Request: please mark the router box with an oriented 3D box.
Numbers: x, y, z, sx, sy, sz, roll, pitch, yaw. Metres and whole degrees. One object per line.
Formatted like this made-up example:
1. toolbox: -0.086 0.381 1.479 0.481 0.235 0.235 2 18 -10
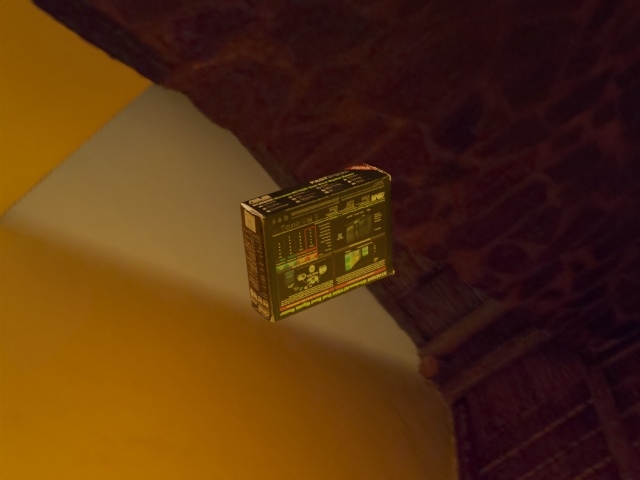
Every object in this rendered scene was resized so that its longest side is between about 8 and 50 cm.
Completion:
1. router box: 0.000 0.000 0.672 0.038 0.122 0.092 31 -47 49
